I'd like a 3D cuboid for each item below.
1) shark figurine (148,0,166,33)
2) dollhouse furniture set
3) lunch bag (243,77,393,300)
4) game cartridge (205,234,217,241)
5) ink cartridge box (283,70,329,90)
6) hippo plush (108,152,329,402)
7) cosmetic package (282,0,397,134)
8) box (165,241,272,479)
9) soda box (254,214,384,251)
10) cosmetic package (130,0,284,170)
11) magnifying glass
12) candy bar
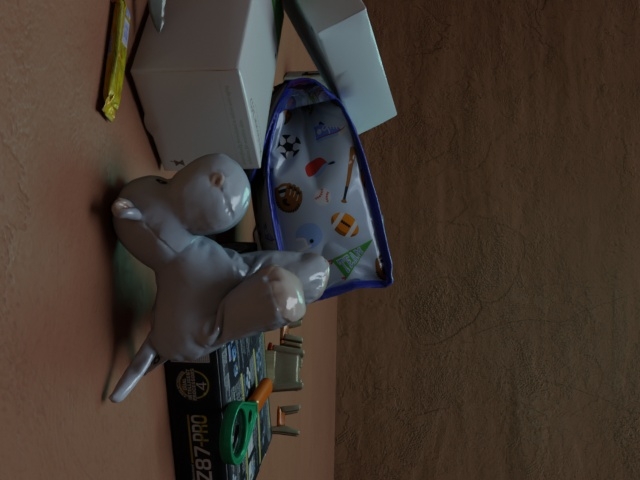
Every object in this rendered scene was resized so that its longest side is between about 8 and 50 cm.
[{"bbox_3d":[-0.233,-0.387,1.010,0.116,0.166,0.278,-58,177,-25],"label":"shark figurine"},{"bbox_3d":[-0.108,0.286,1.825,0.259,0.135,0.261,104,-12,-74],"label":"dollhouse furniture set"},{"bbox_3d":[-0.031,-0.103,1.559,0.328,0.239,0.385,-146,-135,-77],"label":"lunch bag"},{"bbox_3d":[-0.192,-0.041,1.486,0.056,0.017,0.083,84,9,-60],"label":"game cartridge"},{"bbox_3d":[-0.007,-0.396,2.302,0.072,0.175,0.127,-68,156,-64],"label":"ink cartridge box"},{"bbox_3d":[-0.158,0.016,1.084,0.234,0.294,0.236,-63,129,-80],"label":"hippo plush"},{"bbox_3d":[-0.003,-0.413,1.487,0.377,0.097,0.284,64,3,31],"label":"cosmetic package"},{"bbox_3d":[-0.161,0.231,1.402,0.318,0.097,0.394,-61,149,-71],"label":"box"},{"bbox_3d":[0.000,0.000,1.897,0.098,0.287,0.091,-73,162,-62],"label":"soda box"},{"bbox_3d":[-0.155,-0.299,1.256,0.197,0.155,0.365,82,10,-52],"label":"cosmetic package"},{"bbox_3d":[-0.115,0.273,1.321,0.231,0.026,0.092,-46,135,-71],"label":"magnifying glass"},{"bbox_3d":[-0.251,-0.225,1.033,0.040,0.018,0.161,78,13,-72],"label":"candy bar"}]
